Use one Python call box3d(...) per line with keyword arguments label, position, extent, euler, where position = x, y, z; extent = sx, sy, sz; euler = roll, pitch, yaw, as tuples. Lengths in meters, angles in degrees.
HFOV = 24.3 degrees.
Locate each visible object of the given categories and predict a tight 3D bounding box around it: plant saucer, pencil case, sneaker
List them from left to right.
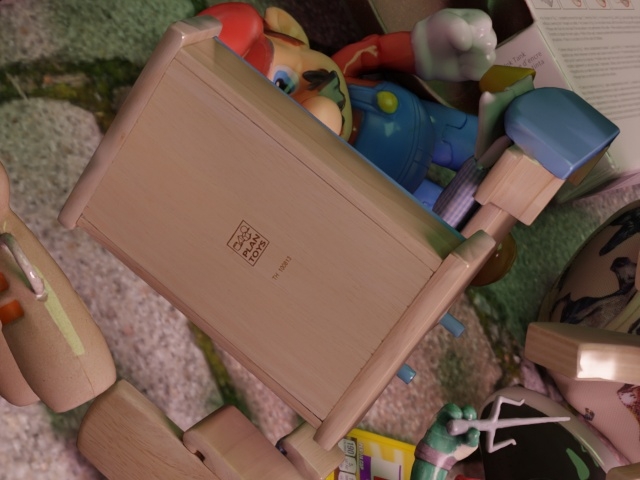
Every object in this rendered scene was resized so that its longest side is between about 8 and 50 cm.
box3d(label="plant saucer", position=(0.083, -0.237, 1.202), extent=(0.310, 0.050, 0.311), euler=(28, 53, -47))
box3d(label="sneaker", position=(0.154, 0.244, 0.978), extent=(0.147, 0.104, 0.296), euler=(-11, 77, -49))
box3d(label="pencil case", position=(0.343, 0.147, 1.147), extent=(0.410, 0.183, 0.160), euler=(43, 44, -11))

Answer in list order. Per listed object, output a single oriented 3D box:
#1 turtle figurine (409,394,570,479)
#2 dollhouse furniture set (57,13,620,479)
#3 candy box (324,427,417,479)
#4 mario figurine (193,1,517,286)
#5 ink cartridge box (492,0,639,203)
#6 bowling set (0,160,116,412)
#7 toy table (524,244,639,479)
box3d(label="turtle figurine", position=(0.080, 0.204, 0.894), extent=(0.234, 0.118, 0.175), euler=(-19, 63, -29))
box3d(label="dollhouse furniture set", position=(0.000, 0.000, 0.921), extent=(0.198, 0.286, 0.303), euler=(40, 26, 10))
box3d(label="candy box", position=(0.038, 0.223, 0.949), extent=(0.105, 0.027, 0.206), euler=(22, 53, -33))
box3d(label="mario figurine", position=(0.030, -0.061, 1.015), extent=(0.320, 0.170, 0.198), euler=(17, 57, -35))
box3d(label="ink cartridge box", position=(0.229, -0.173, 1.286), extent=(0.296, 0.066, 0.261), euler=(-13, 75, -57))
box3d(label="bowling set", position=(-0.227, 0.041, 0.719), extent=(0.199, 0.287, 0.154), euler=(-30, 96, -19))
box3d(label="toy table", position=(0.261, 0.095, 0.935), extent=(0.160, 0.252, 0.274), euler=(2, 88, -25))
